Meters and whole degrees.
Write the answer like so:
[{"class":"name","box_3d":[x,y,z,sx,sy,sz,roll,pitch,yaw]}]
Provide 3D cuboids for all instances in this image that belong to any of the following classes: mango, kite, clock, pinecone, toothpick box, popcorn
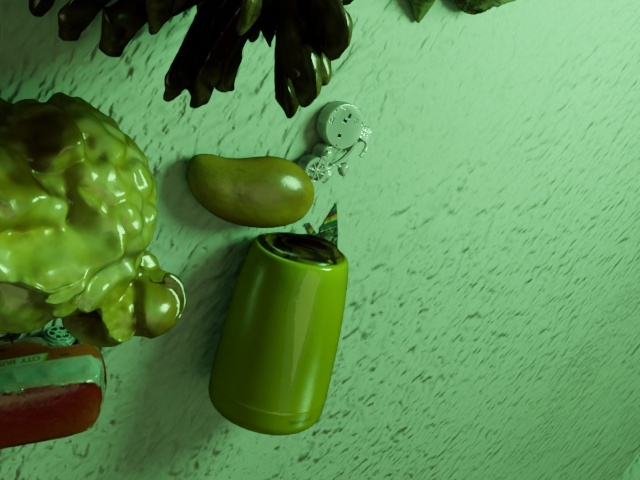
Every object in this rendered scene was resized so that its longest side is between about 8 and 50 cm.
[{"class":"mango","box_3d":[-0.092,-0.067,1.014,0.184,0.085,0.102,7,110,-32]},{"class":"kite","box_3d":[0.000,0.000,1.170,0.122,0.004,0.090,-50,133,-3]},{"class":"clock","box_3d":[0.019,-0.133,1.086,0.087,0.041,0.129,30,91,-39]},{"class":"pinecone","box_3d":[-0.132,-0.297,0.699,0.384,0.384,0.385,-17,124,-28]},{"class":"toothpick box","box_3d":[-0.054,0.123,1.091,0.175,0.175,0.271,1,110,-36]},{"class":"popcorn","box_3d":[-0.285,-0.016,0.811,0.332,0.225,0.265,34,63,-27]}]

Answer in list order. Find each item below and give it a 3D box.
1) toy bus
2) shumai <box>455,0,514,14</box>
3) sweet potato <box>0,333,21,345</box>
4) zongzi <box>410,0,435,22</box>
[{"class":"toy bus","box_3d":[-0.386,0.187,0.916,0.265,0.120,0.121,-2,117,-34]},{"class":"shumai","box_3d":[0.249,-0.382,1.075,0.123,0.105,0.139,-40,171,-35]},{"class":"sweet potato","box_3d":[-0.535,0.113,0.769,0.422,0.130,0.131,-17,124,-34]},{"class":"zongzi","box_3d":[0.174,-0.419,1.041,0.189,0.081,0.178,-57,162,-18]}]
